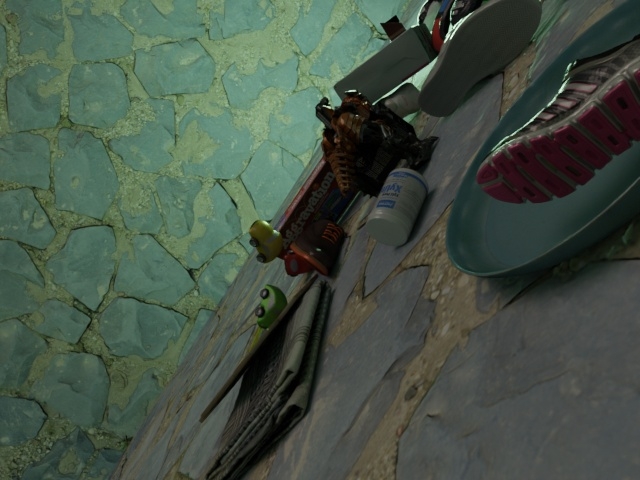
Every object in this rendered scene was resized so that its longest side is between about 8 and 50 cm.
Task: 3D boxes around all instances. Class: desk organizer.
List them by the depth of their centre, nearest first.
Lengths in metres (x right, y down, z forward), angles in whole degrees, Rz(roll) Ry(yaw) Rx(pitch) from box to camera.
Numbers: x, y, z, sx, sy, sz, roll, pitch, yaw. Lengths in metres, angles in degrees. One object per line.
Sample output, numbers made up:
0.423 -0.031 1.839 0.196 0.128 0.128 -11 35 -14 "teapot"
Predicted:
0.179 -0.517 1.343 0.047 0.050 0.130 -31 11 18 "desk organizer"

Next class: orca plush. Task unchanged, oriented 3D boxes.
0.358 -0.704 1.493 0.151 0.102 0.287 -18 -23 -45 "orca plush"

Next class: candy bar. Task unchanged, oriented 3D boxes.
-0.157 0.236 1.412 0.040 0.018 0.162 -51 11 45 "candy bar"

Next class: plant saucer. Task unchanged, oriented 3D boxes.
0.236 -0.092 0.511 0.318 0.043 0.318 -54 11 16 "plant saucer"

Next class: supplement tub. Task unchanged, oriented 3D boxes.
0.120 -0.053 0.854 0.071 0.071 0.107 -40 19 58 "supplement tub"

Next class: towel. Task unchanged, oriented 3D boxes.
-0.097 0.254 0.972 0.312 0.056 0.324 -51 12 28 "towel"

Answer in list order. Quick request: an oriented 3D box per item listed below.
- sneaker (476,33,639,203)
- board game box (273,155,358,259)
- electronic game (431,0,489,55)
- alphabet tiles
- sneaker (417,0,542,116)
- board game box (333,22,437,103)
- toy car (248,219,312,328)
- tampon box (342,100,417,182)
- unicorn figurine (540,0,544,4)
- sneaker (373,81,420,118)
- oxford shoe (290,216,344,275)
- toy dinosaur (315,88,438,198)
0.193 -0.090 0.415 0.170 0.063 0.075 -39 20 45 "sneaker"
-0.013 -0.068 1.351 0.281 0.145 0.027 -55 43 9 "board game box"
0.329 -0.528 1.252 0.229 0.048 0.230 -47 32 43 "electronic game"
-0.124 0.217 1.129 0.343 0.011 0.285 -53 -4 18 "alphabet tiles"
0.277 -0.360 0.961 0.169 0.108 0.292 -65 12 -27 "sneaker"
0.176 -0.433 1.382 0.223 0.098 0.303 -30 12 26 "board game box"
-0.090 0.090 1.251 0.053 0.239 0.225 -1 69 33 "toy car"
0.122 -0.205 1.225 0.161 0.101 0.120 -53 11 21 "tampon box"
0.392 -0.436 0.826 0.111 0.060 0.162 175 112 -77 "unicorn figurine"
0.146 -0.304 1.353 0.115 0.090 0.232 -32 -2 -23 "sneaker"
0.000 0.000 1.199 0.098 0.096 0.271 -49 11 8 "oxford shoe"
0.071 -0.166 1.017 0.164 0.218 0.322 -41 19 55 "toy dinosaur"
